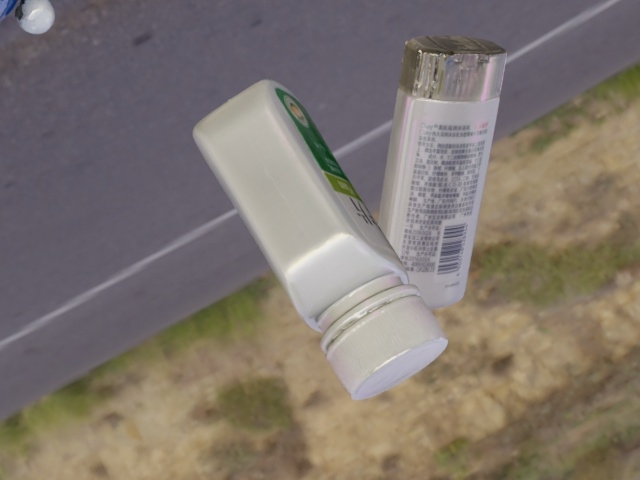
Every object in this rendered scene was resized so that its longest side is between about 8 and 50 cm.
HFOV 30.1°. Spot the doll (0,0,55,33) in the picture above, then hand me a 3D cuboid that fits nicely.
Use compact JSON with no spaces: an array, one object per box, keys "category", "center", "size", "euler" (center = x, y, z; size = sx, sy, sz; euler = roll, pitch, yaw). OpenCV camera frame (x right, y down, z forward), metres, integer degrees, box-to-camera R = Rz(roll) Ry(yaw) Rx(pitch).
[{"category":"doll","center":[-0.297,-0.246,0.944],"size":[0.161,0.215,0.257],"euler":[-46,-175,36]}]

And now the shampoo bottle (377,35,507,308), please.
[{"category":"shampoo bottle","center":[0.095,-0.054,0.990],"size":[0.086,0.227,0.056],"euler":[-4,-153,-22]}]

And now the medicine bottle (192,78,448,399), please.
[{"category":"medicine bottle","center":[0.000,0.000,0.700],"size":[0.069,0.183,0.119],"euler":[-32,161,5]}]
